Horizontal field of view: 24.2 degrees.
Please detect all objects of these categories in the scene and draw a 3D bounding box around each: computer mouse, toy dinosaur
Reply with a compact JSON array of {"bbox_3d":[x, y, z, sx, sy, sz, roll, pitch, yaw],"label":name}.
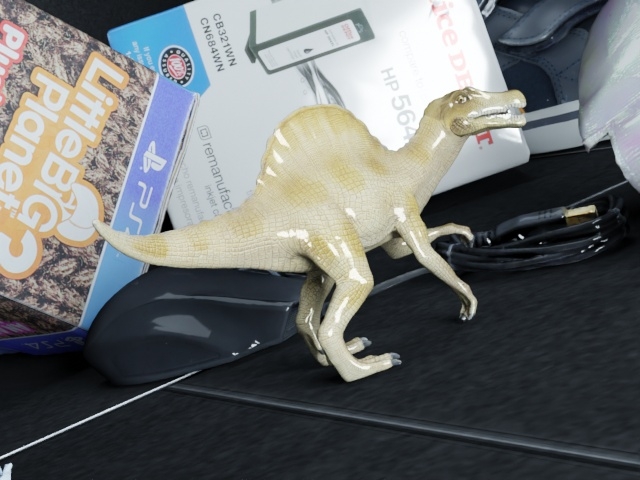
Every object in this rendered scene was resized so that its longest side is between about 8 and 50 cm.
[{"bbox_3d":[0.007,0.012,0.620,0.242,0.041,0.071,-16,8,15],"label":"computer mouse"},{"bbox_3d":[0.000,0.000,0.524,0.183,0.092,0.053,-24,9,-33],"label":"toy dinosaur"}]

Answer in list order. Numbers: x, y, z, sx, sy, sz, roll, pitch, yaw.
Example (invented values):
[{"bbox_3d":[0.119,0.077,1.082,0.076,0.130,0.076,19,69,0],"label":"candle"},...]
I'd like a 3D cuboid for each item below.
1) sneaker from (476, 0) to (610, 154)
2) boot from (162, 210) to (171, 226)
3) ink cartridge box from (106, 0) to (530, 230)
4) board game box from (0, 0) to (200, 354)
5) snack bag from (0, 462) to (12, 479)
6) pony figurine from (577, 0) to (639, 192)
[{"bbox_3d":[0.136,-0.124,0.959,0.126,0.127,0.321,-22,10,-31],"label":"sneaker"},{"bbox_3d":[-0.289,-0.002,1.107,0.445,0.146,0.367,-13,11,10],"label":"boot"},{"bbox_3d":[-0.001,-0.081,0.858,0.203,0.148,0.086,-20,1,-1],"label":"ink cartridge box"},{"bbox_3d":[-0.253,-0.055,0.751,0.291,0.141,0.232,27,-21,-33],"label":"board game box"},{"bbox_3d":[-0.292,0.014,0.499,0.342,0.323,0.037,-20,-28,-3],"label":"snack bag"},{"bbox_3d":[0.245,-0.200,0.665,0.303,0.363,0.351,-10,25,10],"label":"pony figurine"}]
